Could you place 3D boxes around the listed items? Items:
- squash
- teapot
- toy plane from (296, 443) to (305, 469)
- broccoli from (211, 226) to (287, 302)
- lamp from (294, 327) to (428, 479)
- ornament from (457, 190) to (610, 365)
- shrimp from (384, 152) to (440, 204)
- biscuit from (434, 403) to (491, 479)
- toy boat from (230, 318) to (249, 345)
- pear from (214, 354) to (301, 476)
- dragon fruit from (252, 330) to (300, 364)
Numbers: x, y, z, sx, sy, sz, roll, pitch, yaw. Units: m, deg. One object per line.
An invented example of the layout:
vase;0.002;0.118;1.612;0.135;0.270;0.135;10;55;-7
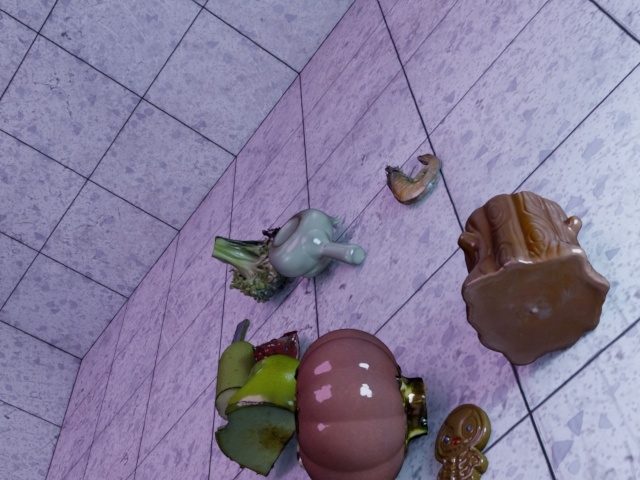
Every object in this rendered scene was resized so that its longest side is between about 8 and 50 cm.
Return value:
squash;-0.210;0.360;2.173;0.132;0.132;0.247;-49;22;25
teapot;-0.023;0.030;2.171;0.220;0.149;0.318;-48;21;8
toy plane;0.014;0.386;1.667;0.229;0.092;0.244;-40;13;35
broccoli;-0.205;0.048;2.419;0.263;0.243;0.247;-99;31;-67
lamp;0.073;0.309;1.455;0.305;0.239;0.305;-4;-90;-87
ornament;0.322;0.046;1.309;0.218;0.221;0.235;-85;7;-56
shrimp;0.226;-0.164;2.029;0.143;0.052;0.251;-46;30;4
biscuit;0.232;0.347;1.339;0.124;0.026;0.175;-42;26;38
toy boat;-0.252;0.300;2.505;0.063;0.016;0.115;-36;30;47
pear;-0.110;0.357;1.839;0.292;0.159;0.292;-60;-2;-3
dragon fruit;-0.103;0.306;2.095;0.161;0.120;0.127;50;-153;-87
